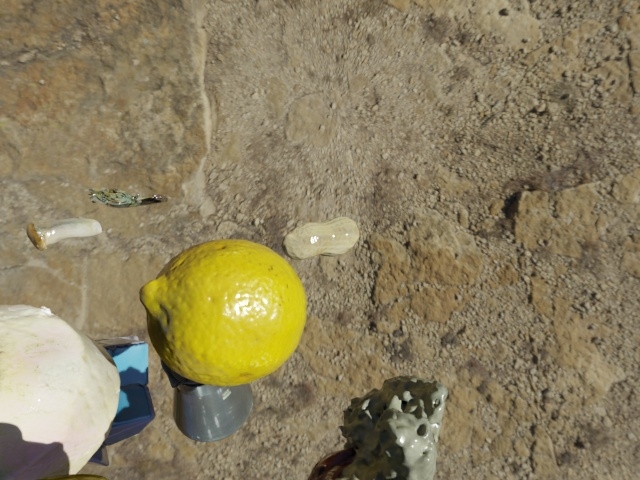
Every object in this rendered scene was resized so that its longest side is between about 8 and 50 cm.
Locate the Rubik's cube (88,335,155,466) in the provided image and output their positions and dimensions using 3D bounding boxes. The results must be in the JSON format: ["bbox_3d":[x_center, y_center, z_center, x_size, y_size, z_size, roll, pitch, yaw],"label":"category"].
[{"bbox_3d":[-0.613,0.396,1.132,0.368,0.387,0.358,-44,57,33],"label":"Rubik's cube"}]

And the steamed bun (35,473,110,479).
[{"bbox_3d":[-0.209,0.369,0.339,0.334,0.374,0.333,2,78,-9],"label":"steamed bun"}]

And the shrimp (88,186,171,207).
[{"bbox_3d":[-0.546,-0.125,1.308,0.169,0.296,0.058,-7,91,3],"label":"shrimp"}]

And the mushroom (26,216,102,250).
[{"bbox_3d":[-0.773,-0.029,1.369,0.071,0.209,0.084,-45,73,38],"label":"mushroom"}]

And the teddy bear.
[{"bbox_3d":[0.058,0.342,0.654,0.225,0.367,0.357,29,129,0],"label":"teddy bear"}]

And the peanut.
[{"bbox_3d":[0.000,0.000,1.349,0.257,0.123,0.123,-14,108,-27],"label":"peanut"}]

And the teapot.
[{"bbox_3d":[-0.330,0.413,1.367,0.253,0.300,0.344,20,136,18],"label":"teapot"}]

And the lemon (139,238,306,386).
[{"bbox_3d":[-0.151,0.111,0.705,0.254,0.228,0.228,-1,109,-30],"label":"lemon"}]

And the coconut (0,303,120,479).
[{"bbox_3d":[-0.527,0.280,0.758,0.353,0.352,0.352,0,106,1],"label":"coconut"}]
